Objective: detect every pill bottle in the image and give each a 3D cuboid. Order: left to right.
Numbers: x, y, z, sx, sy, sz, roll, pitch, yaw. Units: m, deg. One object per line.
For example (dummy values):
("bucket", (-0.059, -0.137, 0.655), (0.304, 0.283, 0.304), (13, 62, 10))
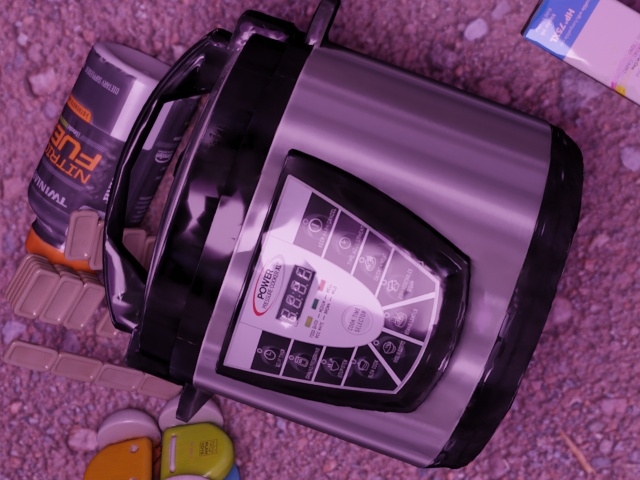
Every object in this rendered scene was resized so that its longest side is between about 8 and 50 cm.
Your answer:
("pill bottle", (-0.237, -0.082, 1.327), (0.130, 0.130, 0.246), (28, 104, 2))

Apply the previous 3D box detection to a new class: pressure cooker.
("pressure cooker", (0.000, 0.001, 1.180), (0.420, 0.370, 0.375), (21, 148, 0))

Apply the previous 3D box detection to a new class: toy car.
("toy car", (-0.174, 0.276, 1.400), (0.182, 0.159, 0.136), (-17, 134, 12))

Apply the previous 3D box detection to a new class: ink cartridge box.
("ink cartridge box", (0.320, -0.182, 1.219), (0.231, 0.134, 0.078), (31, 104, 2))

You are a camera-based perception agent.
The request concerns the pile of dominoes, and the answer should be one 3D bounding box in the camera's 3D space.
("pile of dominoes", (-0.221, 0.069, 1.346), (0.251, 0.040, 0.196), (21, 107, -41))
